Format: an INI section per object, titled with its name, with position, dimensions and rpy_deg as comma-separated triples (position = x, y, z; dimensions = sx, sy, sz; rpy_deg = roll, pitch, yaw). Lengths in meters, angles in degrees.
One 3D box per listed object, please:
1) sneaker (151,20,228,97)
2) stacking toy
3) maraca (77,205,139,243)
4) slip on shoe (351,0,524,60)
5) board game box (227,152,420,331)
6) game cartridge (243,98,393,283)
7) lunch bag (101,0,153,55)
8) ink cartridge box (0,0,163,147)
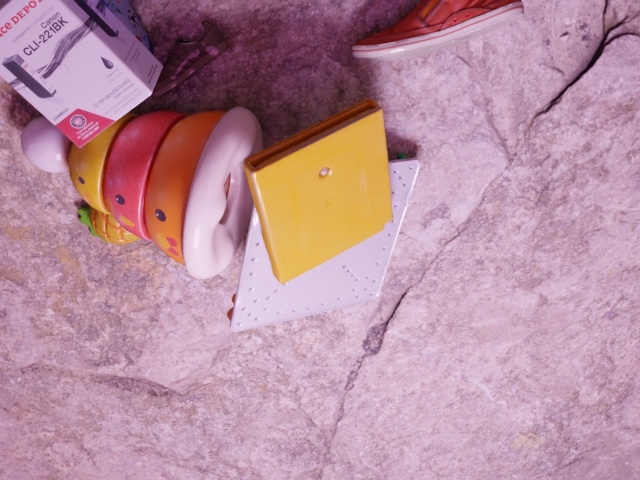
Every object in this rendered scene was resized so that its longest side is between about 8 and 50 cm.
[sneaker]
position = -0.271, -0.356, 1.699
dimensions = 0.188, 0.066, 0.071
rpy_deg = -33, 103, 14
[stacking toy]
position = -0.379, -0.142, 1.740
dimensions = 0.480, 0.350, 0.350
rpy_deg = 15, 125, 10
[maraca]
position = -0.455, -0.043, 1.887
dimensions = 0.186, 0.099, 0.127
rpy_deg = -10, 126, 38
[slip on shoe]
position = 0.214, -0.416, 1.641
dimensions = 0.332, 0.123, 0.101
rpy_deg = -17, 91, 16
[board game box]
position = 0.000, 0.000, 1.843
dimensions = 0.390, 0.050, 0.389
rpy_deg = -10, 131, -32
[game cartridge]
position = 0.007, -0.089, 1.697
dimensions = 0.285, 0.052, 0.323
rpy_deg = -28, 141, -15
[lunch bag]
position = -0.480, -0.403, 1.624
dimensions = 0.243, 0.115, 0.303
rpy_deg = -21, 123, 16
[ink cartridge box]
position = -0.451, -0.332, 1.536
dimensions = 0.197, 0.114, 0.273
rpy_deg = -31, 120, 24
